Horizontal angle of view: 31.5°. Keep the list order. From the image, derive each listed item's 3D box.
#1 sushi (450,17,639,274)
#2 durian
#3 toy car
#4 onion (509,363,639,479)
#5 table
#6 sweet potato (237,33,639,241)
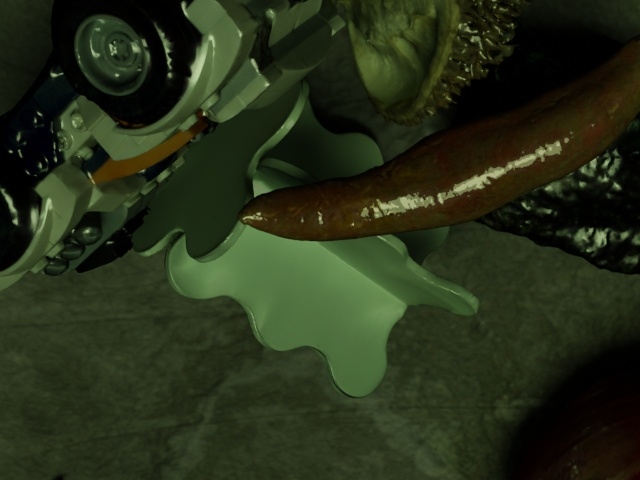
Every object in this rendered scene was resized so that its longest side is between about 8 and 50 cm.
[{"bbox_3d":[0.197,-0.058,0.750,0.225,0.124,0.127,17,124,-9],"label":"sushi"},{"bbox_3d":[0.066,-0.149,0.668,0.091,0.188,0.148,-17,108,-23],"label":"durian"},{"bbox_3d":[-0.112,-0.076,0.676,0.118,0.193,0.301,46,123,-4],"label":"toy car"},{"bbox_3d":[0.317,0.258,0.867,0.341,0.341,0.341,-1,124,-1],"label":"onion"},{"bbox_3d":[0.000,0.000,0.775,0.198,0.166,0.166,35,117,-31],"label":"table"},{"bbox_3d":[0.080,-0.043,0.655,0.255,0.058,0.078,-20,154,3],"label":"sweet potato"}]
